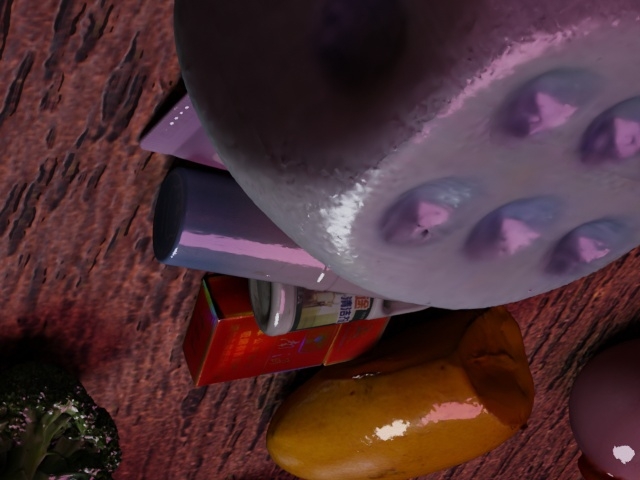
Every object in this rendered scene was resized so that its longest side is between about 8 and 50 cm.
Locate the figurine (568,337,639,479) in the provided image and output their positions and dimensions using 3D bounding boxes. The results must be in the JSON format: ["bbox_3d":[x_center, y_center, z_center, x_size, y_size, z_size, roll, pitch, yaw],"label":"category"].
[{"bbox_3d":[0.350,0.183,1.706,0.173,0.173,0.173,-16,149,-10],"label":"figurine"}]

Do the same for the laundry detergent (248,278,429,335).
[{"bbox_3d":[0.053,0.016,1.336,0.226,0.070,0.099,-8,103,-23],"label":"laundry detergent"}]

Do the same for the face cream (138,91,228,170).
[{"bbox_3d":[0.019,-0.076,1.173,0.274,0.096,0.154,11,154,-32],"label":"face cream"}]

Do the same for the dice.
[{"bbox_3d":[0.092,-0.134,0.953,0.268,0.262,0.264,14,133,-44],"label":"dice"}]

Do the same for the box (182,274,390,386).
[{"bbox_3d":[-0.025,0.070,1.399,0.175,0.048,0.112,-9,146,-22],"label":"box"}]

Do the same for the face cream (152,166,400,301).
[{"bbox_3d":[0.000,0.000,1.231,0.250,0.077,0.077,9,139,-22],"label":"face cream"}]

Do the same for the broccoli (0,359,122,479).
[{"bbox_3d":[-0.262,0.181,1.331,0.195,0.156,0.195,1,121,1],"label":"broccoli"}]

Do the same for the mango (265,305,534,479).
[{"bbox_3d":[0.068,0.164,1.520,0.257,0.138,0.187,-26,173,34],"label":"mango"}]
